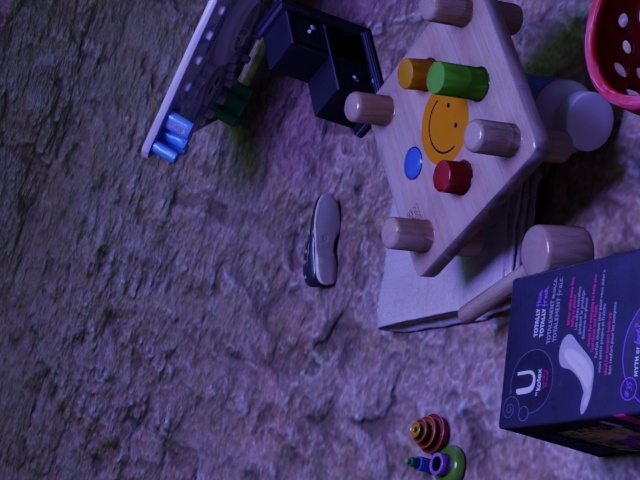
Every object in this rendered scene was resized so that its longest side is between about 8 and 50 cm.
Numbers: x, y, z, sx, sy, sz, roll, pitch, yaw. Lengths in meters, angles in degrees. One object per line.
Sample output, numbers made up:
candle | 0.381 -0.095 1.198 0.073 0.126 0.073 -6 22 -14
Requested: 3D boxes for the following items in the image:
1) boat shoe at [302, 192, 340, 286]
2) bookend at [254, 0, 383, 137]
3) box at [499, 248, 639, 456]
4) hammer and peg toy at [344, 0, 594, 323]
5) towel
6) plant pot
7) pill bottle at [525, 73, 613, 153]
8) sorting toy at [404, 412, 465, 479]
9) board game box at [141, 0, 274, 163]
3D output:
boat shoe | -0.001 0.000 2.178 0.042 0.049 0.133 -12 70 48
bookend | 0.000 -0.242 2.186 0.072 0.157 0.156 -48 39 38
box | 0.315 0.109 1.513 0.270 0.143 0.165 -17 60 56
hammer and peg toy | 0.155 -0.079 1.736 0.266 0.127 0.361 -50 45 45
towel | 0.166 0.007 1.906 0.282 0.049 0.187 -16 61 56
plant pot | 0.382 -0.195 1.520 0.191 0.174 0.191 -34 48 48
pill bottle | 0.257 -0.143 1.785 0.160 0.087 0.087 19 93 60
sorting toy | 0.129 0.249 1.852 0.061 0.042 0.102 -57 35 27
board game box | -0.108 -0.314 2.297 0.390 0.050 0.390 -64 -5 17
